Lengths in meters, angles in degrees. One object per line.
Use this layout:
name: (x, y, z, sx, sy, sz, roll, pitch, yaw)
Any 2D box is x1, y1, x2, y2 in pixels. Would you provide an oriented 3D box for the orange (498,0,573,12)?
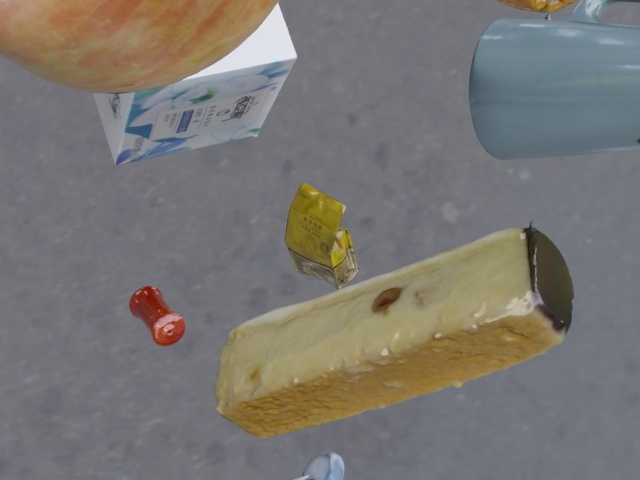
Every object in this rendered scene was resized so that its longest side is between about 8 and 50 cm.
orange: (0.165, -0.234, 1.156, 0.135, 0.135, 0.117, 32, 45, -23)

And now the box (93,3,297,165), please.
box: (-0.163, -0.205, 1.894, 0.203, 0.274, 0.116, -15, 78, -17)

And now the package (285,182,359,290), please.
package: (0.000, 0.000, 1.736, 0.071, 0.131, 0.047, 30, 64, 25)

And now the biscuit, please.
biscuit: (0.032, 0.046, 0.745, 0.052, 0.188, 0.056, 38, 41, -44)

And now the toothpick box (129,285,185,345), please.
toothpick box: (-0.203, 0.096, 1.897, 0.047, 0.083, 0.047, -13, 121, -23)

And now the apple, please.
apple: (-0.205, -0.335, 1.435, 0.391, 0.346, 0.391, 53, 16, -22)

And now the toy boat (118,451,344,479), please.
toy boat: (-0.096, 0.205, 0.935, 0.129, 0.309, 0.142, 25, 45, -38)

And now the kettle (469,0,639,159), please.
kettle: (0.313, -0.189, 1.660, 0.160, 0.243, 0.210, 44, 57, -47)
